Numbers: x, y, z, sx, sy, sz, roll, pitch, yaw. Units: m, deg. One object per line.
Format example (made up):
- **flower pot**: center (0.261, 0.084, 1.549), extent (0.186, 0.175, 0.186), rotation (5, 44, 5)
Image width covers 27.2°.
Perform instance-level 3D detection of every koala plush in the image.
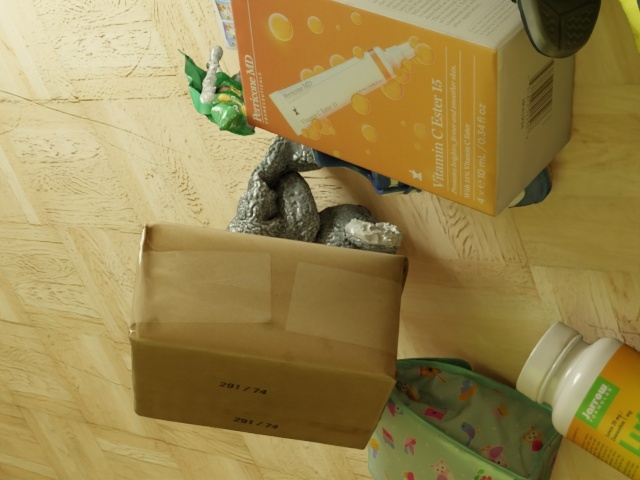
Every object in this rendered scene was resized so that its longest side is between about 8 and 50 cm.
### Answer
- **koala plush**: center (0.000, 0.000, 1.744), extent (0.221, 0.203, 0.196), rotation (26, 141, 8)

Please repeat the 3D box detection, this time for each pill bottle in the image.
- **pill bottle**: center (0.366, 0.202, 1.590), extent (0.246, 0.136, 0.136), rotation (32, 141, 20)

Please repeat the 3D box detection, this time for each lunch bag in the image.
- **lunch bag**: center (0.187, 0.289, 1.838), extent (0.262, 0.160, 0.223), rotation (24, 139, 20)

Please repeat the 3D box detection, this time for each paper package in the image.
- **paper package**: center (-0.073, 0.127, 1.675), extent (0.325, 0.168, 0.309), rotation (8, 154, -3)

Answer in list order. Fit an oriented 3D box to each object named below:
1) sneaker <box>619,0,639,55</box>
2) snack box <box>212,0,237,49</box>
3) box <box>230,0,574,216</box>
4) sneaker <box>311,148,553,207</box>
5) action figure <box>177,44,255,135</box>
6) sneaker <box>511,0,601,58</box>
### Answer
- **sneaker**: center (0.289, -0.322, 1.201), extent (0.147, 0.145, 0.384), rotation (20, 134, 57)
- **snack box**: center (-0.114, -0.322, 1.674), extent (0.064, 0.022, 0.178), rotation (13, 132, 36)
- **box**: center (0.089, -0.204, 1.458), extent (0.345, 0.168, 0.215), rotation (22, 138, 30)
- **sneaker**: center (0.125, -0.086, 1.567), extent (0.297, 0.131, 0.111), rotation (20, 134, 30)
- **action figure**: center (-0.114, -0.181, 1.647), extent (0.137, 0.232, 0.063), rotation (27, 109, -16)
- **sneaker**: center (0.202, -0.270, 1.298), extent (0.130, 0.087, 0.227), rotation (139, 122, -62)
